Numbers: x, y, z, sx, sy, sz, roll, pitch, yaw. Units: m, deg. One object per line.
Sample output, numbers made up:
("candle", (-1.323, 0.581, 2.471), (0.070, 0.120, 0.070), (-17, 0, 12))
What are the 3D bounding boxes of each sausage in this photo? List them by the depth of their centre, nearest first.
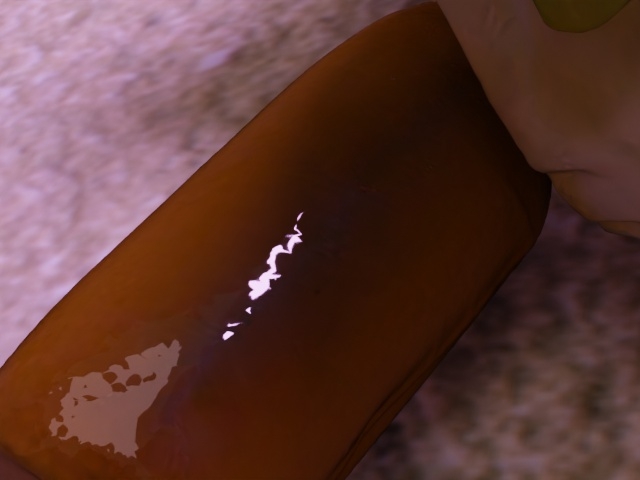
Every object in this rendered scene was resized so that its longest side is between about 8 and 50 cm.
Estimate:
("sausage", (0.005, 0.004, 0.702), (0.112, 0.112, 0.328), (12, 44, 36))

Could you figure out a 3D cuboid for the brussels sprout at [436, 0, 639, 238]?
("brussels sprout", (0.178, -0.150, 0.632), (0.344, 0.344, 0.268), (16, 5, 38))
